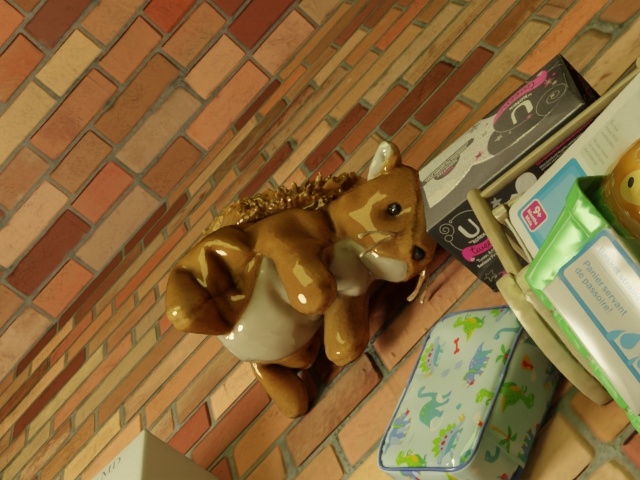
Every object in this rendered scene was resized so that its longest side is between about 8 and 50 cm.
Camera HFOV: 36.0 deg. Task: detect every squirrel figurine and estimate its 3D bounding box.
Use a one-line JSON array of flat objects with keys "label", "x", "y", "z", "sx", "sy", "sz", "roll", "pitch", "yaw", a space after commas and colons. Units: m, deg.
[{"label": "squirrel figurine", "x": 0.000, "y": 0.000, "z": 1.453, "sx": 0.370, "sy": 0.281, "sz": 0.397, "roll": -37, "pitch": 27, "yaw": 12}]

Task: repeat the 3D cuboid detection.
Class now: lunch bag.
[{"label": "lunch bag", "x": 0.163, "y": 0.177, "z": 1.078, "sx": 0.176, "sy": 0.090, "sz": 0.219, "roll": -17, "pitch": 39, "yaw": 52}]

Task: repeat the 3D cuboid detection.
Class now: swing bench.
[{"label": "swing bench", "x": 0.313, "y": -0.015, "z": 1.008, "sx": 0.253, "sy": 0.165, "sz": 0.254, "roll": -41, "pitch": 24, "yaw": 20}]

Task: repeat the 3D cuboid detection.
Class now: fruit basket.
[{"label": "fruit basket", "x": 0.334, "y": -0.009, "z": 0.755, "sx": 0.166, "sy": 0.327, "sz": 0.353, "roll": -11, "pitch": -30, "yaw": -41}]

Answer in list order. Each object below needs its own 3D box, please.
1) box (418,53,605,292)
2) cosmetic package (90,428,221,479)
[{"label": "box", "x": 0.261, "y": -0.087, "z": 1.251, "sx": 0.247, "sy": 0.142, "sz": 0.163, "roll": -39, "pitch": 24, "yaw": 23}, {"label": "cosmetic package", "x": -0.250, "y": 0.482, "z": 1.274, "sx": 0.230, "sy": 0.161, "sz": 0.453, "roll": -45, "pitch": 22, "yaw": 12}]
